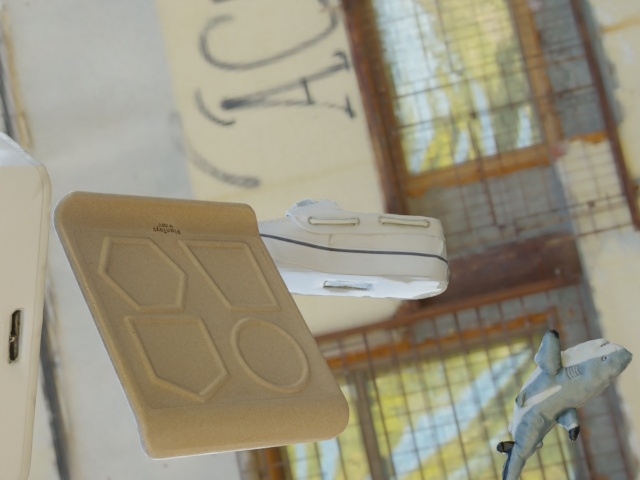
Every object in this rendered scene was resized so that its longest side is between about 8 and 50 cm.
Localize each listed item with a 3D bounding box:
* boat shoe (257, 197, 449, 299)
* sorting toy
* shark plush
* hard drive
[{"bbox_3d":[0.000,0.000,1.210,0.096,0.267,0.088,111,161,-65],"label":"boat shoe"},{"bbox_3d":[-0.089,0.061,0.889,0.193,0.038,0.208,3,-127,-44],"label":"sorting toy"},{"bbox_3d":[0.201,0.148,1.048,0.067,0.161,0.073,31,162,36],"label":"shark plush"},{"bbox_3d":[-0.254,0.007,0.800,0.307,0.040,0.203,32,118,53],"label":"hard drive"}]
